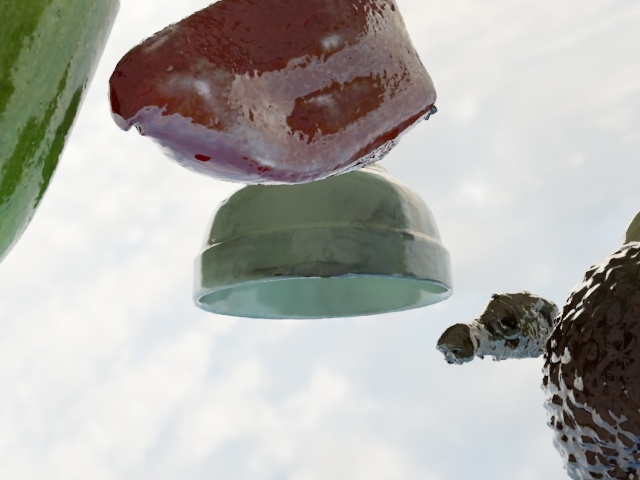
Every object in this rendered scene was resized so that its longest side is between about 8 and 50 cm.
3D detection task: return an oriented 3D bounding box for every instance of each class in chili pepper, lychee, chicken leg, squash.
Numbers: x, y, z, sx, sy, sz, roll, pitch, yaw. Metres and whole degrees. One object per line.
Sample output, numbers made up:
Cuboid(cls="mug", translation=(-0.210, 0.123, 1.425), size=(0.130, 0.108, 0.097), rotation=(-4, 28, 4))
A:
Cuboid(cls="chili pepper", translation=(-0.034, -0.092, 0.859), size=(0.136, 0.144, 0.252), rotation=(20, -149, 30))
Cuboid(cls="lychee", translation=(0.312, 0.120, 1.185), size=(0.260, 0.261, 0.261), rotation=(-19, -144, 15))
Cuboid(cls="chicken leg", translation=(0.195, 0.101, 1.495), size=(0.198, 0.085, 0.069), rotation=(-12, 169, -44))
Cuboid(cls="squash", translation=(-0.321, -0.117, 1.192), size=(0.233, 0.210, 0.309), rotation=(123, -8, -81))

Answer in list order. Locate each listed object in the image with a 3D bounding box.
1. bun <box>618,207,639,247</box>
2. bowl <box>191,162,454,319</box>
Cuboid(cls="bun", translation=(0.405, 0.054, 1.383), size=(0.210, 0.237, 0.116), rotation=(-38, 173, 7))
Cuboid(cls="bowl", translation=(0.000, 0.000, 1.593), size=(0.307, 0.307, 0.163), rotation=(-10, -107, 26))
